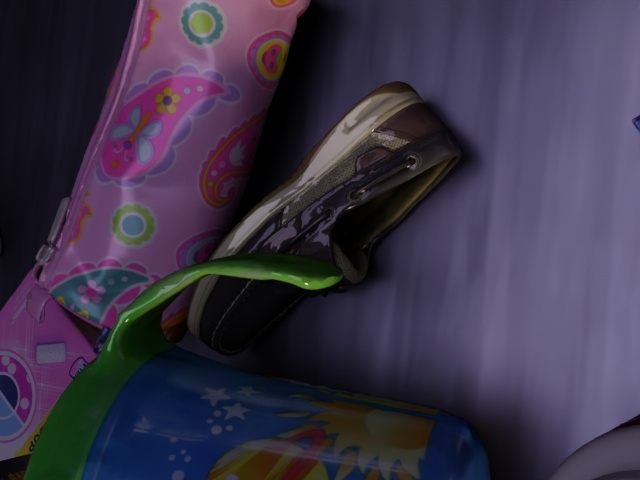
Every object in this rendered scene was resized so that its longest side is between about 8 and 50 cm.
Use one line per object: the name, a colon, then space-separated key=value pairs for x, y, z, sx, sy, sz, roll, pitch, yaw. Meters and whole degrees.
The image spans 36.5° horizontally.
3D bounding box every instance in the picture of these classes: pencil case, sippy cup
pencil case: x=-0.105 y=-0.067 z=0.670 sx=0.124 sy=0.124 sz=0.284 roll=25 pitch=97 yaw=27
sippy cup: x=-0.020 y=0.178 z=0.561 sx=0.224 sy=0.305 sz=0.240 roll=-1 pitch=41 yaw=18

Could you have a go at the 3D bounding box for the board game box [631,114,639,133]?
board game box: x=0.328 y=0.020 z=0.408 sx=0.233 sy=0.078 sz=0.347 roll=-41 pitch=68 yaw=39

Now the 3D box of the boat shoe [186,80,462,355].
boat shoe: x=0.001 y=0.000 z=0.632 sx=0.223 sy=0.080 sz=0.073 roll=-49 pitch=62 yaw=11

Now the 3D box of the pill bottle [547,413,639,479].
pill bottle: x=0.168 y=0.142 z=0.455 sx=0.121 sy=0.216 sz=0.121 roll=-2 pitch=85 yaw=28

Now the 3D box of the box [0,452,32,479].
box: x=-0.200 y=0.224 z=0.637 sx=0.056 sy=0.231 sz=0.183 roll=36 pitch=104 yaw=22

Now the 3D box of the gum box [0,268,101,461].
gum box: x=-0.225 y=0.127 z=0.751 sx=0.107 sy=0.062 sz=0.188 roll=46 pitch=107 yaw=23
